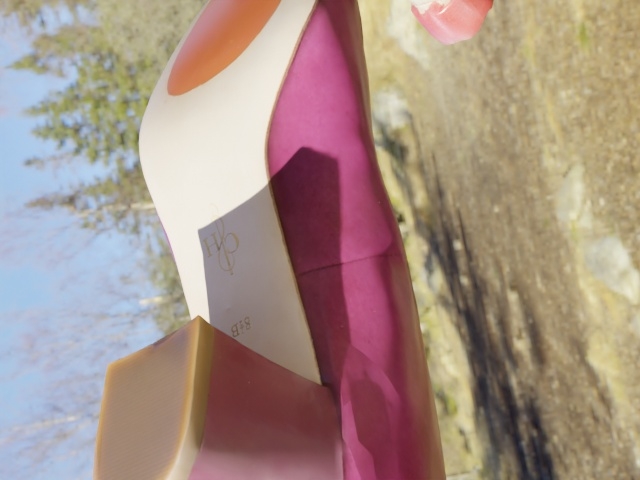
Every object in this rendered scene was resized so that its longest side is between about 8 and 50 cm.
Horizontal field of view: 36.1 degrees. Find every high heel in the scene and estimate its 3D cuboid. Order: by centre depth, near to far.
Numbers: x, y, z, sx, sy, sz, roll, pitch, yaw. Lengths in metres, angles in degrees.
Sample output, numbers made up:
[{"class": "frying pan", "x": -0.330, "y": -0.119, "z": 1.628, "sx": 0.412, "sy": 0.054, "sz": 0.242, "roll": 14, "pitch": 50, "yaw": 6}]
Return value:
[{"class": "high heel", "x": 0.000, "y": 0.000, "z": 0.507, "sx": 0.181, "sy": 0.127, "sz": 0.377, "roll": 37, "pitch": -132, "yaw": -35}]

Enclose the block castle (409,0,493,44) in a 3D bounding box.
[{"class": "block castle", "x": 0.257, "y": -0.430, "z": 1.012, "sx": 0.213, "sy": 0.453, "sz": 0.303, "roll": 25, "pitch": -127, "yaw": -39}]
